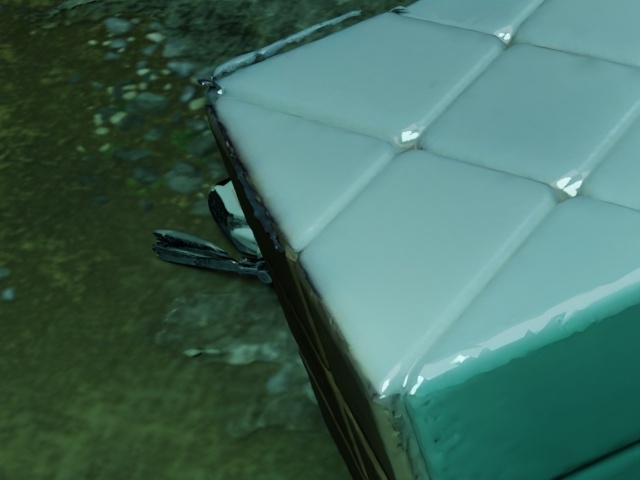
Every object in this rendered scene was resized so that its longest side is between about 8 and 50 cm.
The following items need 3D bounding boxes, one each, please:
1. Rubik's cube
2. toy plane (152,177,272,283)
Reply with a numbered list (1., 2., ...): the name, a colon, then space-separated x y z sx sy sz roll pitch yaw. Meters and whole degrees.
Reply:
1. Rubik's cube: 0.108 0.027 0.604 0.231 0.225 0.221 -23 39 -6
2. toy plane: 0.001 0.000 0.824 0.197 0.053 0.078 15 52 27
